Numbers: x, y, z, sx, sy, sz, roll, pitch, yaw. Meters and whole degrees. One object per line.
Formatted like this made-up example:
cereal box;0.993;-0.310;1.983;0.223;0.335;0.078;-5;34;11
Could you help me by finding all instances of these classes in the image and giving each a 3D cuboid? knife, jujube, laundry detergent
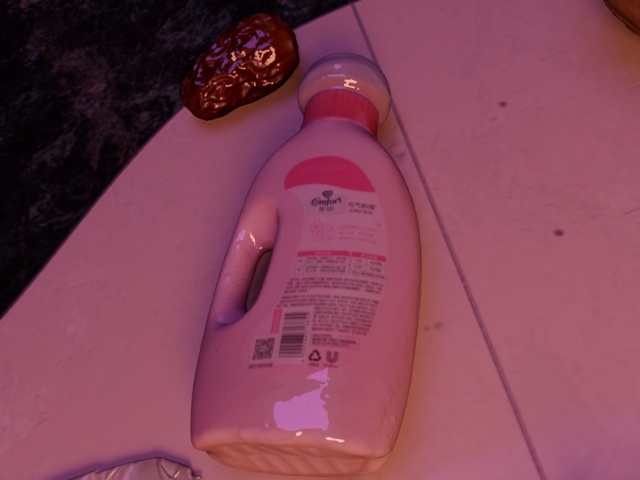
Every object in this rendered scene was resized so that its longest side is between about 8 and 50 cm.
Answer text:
knife;-0.226;0.209;0.536;0.297;0.017;0.047;-17;55;4
jujube;-0.079;-0.165;0.701;0.129;0.077;0.077;-35;52;10
laundry detergent;0.000;0.000;0.548;0.158;0.088;0.335;-4;55;19

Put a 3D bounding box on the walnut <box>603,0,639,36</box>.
walnut;0.323;-0.231;0.510;0.260;0.225;0.225;27;70;32
